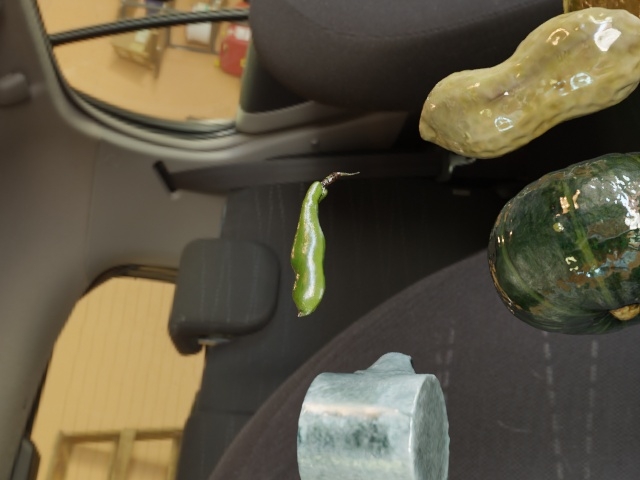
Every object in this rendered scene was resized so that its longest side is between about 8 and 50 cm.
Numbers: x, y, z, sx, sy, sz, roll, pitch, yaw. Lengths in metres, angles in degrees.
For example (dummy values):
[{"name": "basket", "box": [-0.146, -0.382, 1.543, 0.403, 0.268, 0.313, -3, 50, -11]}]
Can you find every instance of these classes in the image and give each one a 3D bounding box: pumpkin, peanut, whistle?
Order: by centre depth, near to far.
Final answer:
[{"name": "peanut", "box": [0.197, -0.145, 0.711, 0.098, 0.229, 0.103, 66, -156, -1]}, {"name": "pumpkin", "box": [0.369, 0.004, 0.965, 0.300, 0.300, 0.207, 111, 157, -61]}, {"name": "whistle", "box": [0.074, 0.351, 1.030, 0.188, 0.168, 0.405, 32, -122, -61]}]

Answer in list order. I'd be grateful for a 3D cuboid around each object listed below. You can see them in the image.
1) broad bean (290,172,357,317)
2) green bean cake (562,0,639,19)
[{"name": "broad bean", "box": [-0.010, 0.000, 1.429, 0.056, 0.098, 0.318, 42, -124, -48]}, {"name": "green bean cake", "box": [0.398, -0.325, 0.903, 0.230, 0.131, 0.224, -121, 20, -63]}]
